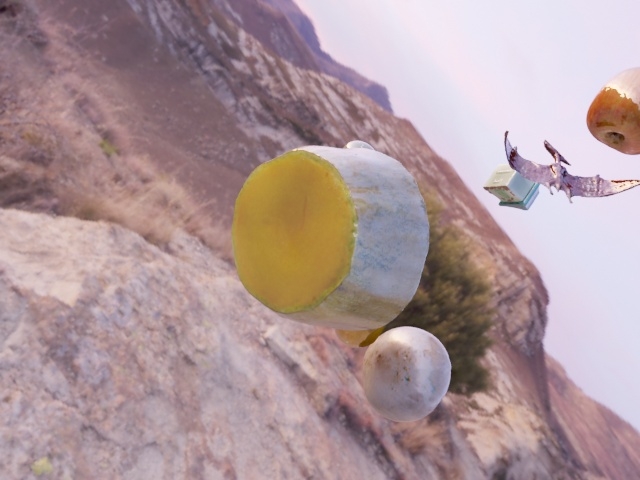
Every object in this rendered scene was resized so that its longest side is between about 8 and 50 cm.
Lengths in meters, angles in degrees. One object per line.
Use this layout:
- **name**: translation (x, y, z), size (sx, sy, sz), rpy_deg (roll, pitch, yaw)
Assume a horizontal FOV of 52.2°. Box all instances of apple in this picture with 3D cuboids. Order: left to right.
- **apple**: translation (0.934, -0.390, 1.940), size (0.242, 0.241, 0.242), rpy_deg (35, -10, 7)

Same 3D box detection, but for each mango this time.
- **mango**: translation (0.117, 0.141, 1.536), size (0.119, 0.316, 0.176), rpy_deg (28, 35, 8)

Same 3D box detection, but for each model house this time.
- **model house**: translation (0.605, -0.157, 2.016), size (0.149, 0.100, 0.127), rpy_deg (39, -12, -19)

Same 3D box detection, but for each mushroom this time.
- **mushroom**: translation (0.234, 0.354, 1.697), size (0.243, 0.244, 0.243), rpy_deg (56, 5, -7)

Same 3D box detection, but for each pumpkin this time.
- **pumpkin**: translation (0.000, 0.000, 1.116), size (0.199, 0.332, 0.332), rpy_deg (-3, 55, -52)

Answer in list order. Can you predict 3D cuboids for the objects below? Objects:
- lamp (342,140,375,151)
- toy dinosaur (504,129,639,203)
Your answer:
- **lamp**: translation (0.112, -0.142, 1.377), size (0.163, 0.091, 0.091), rpy_deg (33, 4, 2)
- **toy dinosaur**: translation (0.603, -0.178, 1.586), size (0.327, 0.207, 0.113), rpy_deg (38, -41, 16)
